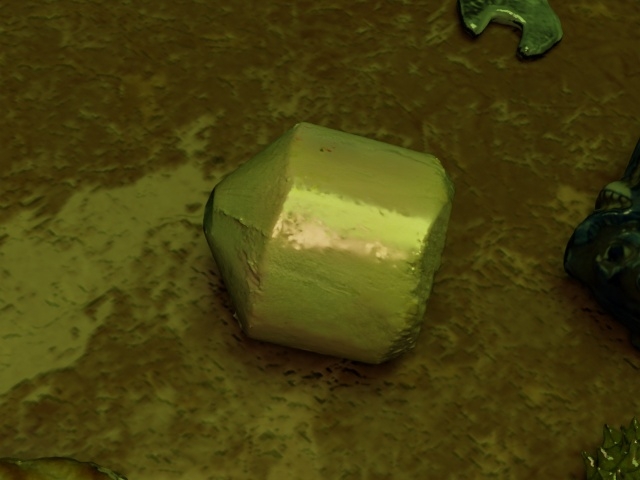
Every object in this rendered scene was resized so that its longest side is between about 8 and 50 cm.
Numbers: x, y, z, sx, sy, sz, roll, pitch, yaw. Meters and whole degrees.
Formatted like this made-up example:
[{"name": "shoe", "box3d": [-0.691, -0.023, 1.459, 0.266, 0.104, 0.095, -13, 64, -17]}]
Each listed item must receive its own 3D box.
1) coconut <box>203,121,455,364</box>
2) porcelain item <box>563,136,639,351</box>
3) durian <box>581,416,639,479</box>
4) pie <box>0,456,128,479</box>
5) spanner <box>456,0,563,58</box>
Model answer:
[{"name": "coconut", "box3d": [0.000, 0.000, 0.895, 0.122, 0.116, 0.116, 16, 51, 1]}, {"name": "porcelain item", "box3d": [0.283, 0.023, 0.935, 0.288, 0.138, 0.186, 39, 64, 17]}, {"name": "durian", "box3d": [0.192, 0.144, 0.831, 0.119, 0.108, 0.186, -16, 59, -25]}, {"name": "pie", "box3d": [-0.137, 0.178, 0.737, 0.179, 0.084, 0.205, -20, 59, -28]}, {"name": "spanner", "box3d": [0.131, -0.232, 1.165, 0.071, 0.017, 0.302, 13, 51, -5]}]
